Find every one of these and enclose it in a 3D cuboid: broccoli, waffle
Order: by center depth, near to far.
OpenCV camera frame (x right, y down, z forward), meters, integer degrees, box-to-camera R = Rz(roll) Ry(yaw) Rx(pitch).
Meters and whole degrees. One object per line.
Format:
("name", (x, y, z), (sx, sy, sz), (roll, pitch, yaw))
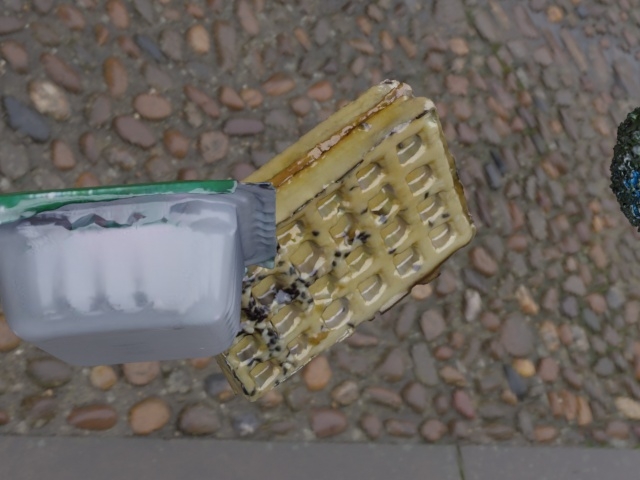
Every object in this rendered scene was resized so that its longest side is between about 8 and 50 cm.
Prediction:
("waffle", (0.000, 0.000, 1.238), (0.376, 0.114, 0.261), (-35, 138, -11))
("broccoli", (0.434, -0.085, 1.256), (0.160, 0.154, 0.167), (-6, 63, -1))

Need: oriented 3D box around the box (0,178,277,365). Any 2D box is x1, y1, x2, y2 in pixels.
("box", (-0.166, 0.043, 0.880), (0.264, 0.336, 0.105), (-4, 77, -3))
